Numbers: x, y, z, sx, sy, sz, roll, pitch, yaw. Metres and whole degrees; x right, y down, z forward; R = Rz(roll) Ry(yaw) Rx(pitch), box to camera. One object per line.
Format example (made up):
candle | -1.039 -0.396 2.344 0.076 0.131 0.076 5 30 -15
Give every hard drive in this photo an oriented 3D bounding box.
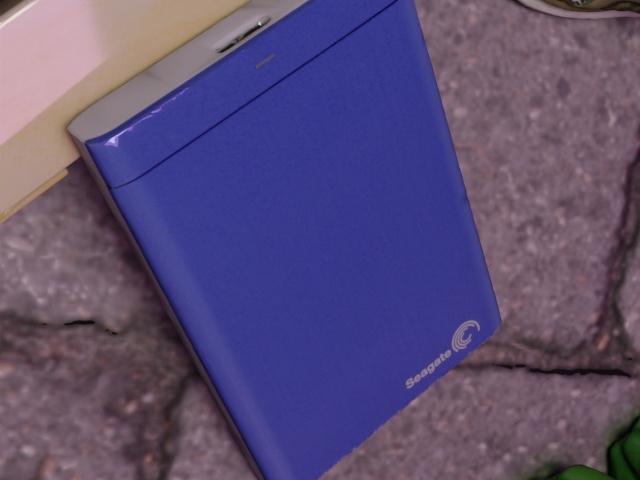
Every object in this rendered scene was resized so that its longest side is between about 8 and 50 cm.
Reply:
hard drive | 0.000 0.000 0.741 0.210 0.040 0.319 -37 133 -17

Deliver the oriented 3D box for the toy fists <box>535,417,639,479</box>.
toy fists | 0.247 0.222 0.938 0.279 0.096 0.142 -24 119 -22

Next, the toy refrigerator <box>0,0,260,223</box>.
toy refrigerator | -0.133 -0.111 0.681 0.269 0.102 0.094 -39 114 -16

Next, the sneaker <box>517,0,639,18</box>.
sneaker | 0.292 -0.207 0.827 0.410 0.182 0.158 12 95 -27
